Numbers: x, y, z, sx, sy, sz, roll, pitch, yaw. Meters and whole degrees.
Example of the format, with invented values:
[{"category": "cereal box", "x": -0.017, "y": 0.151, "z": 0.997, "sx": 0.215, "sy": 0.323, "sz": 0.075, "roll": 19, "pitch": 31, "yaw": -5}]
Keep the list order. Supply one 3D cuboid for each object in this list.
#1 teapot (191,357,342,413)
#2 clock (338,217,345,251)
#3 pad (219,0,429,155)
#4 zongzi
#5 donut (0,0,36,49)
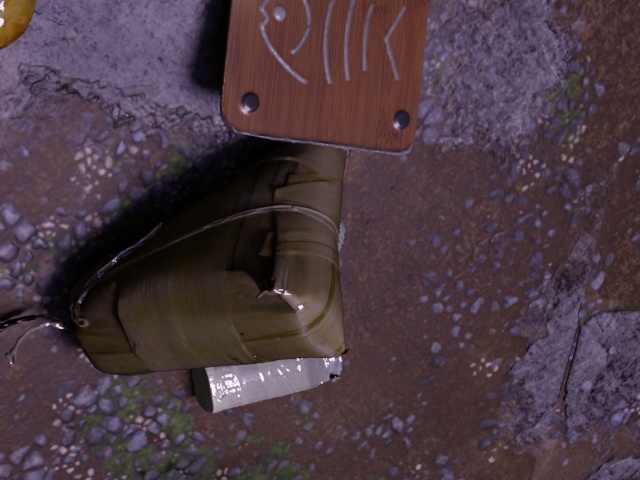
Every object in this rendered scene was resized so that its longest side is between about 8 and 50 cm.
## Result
[{"category": "teapot", "x": -0.073, "y": 0.162, "z": 1.819, "sx": 0.200, "sy": 0.077, "sz": 0.107, "roll": -11, "pitch": 98, "yaw": -24}, {"category": "clock", "x": 0.000, "y": 0.000, "z": 1.814, "sx": 0.074, "sy": 0.010, "sz": 0.083, "roll": 1, "pitch": 113, "yaw": -29}, {"category": "pad", "x": 0.012, "y": -0.259, "z": 1.639, "sx": 0.284, "sy": 0.018, "sz": 0.286, "roll": 5, "pitch": 91, "yaw": -30}, {"category": "zongzi", "x": -0.170, "y": 0.010, "z": 1.690, "sx": 0.447, "sy": 0.418, "sz": 0.181, "roll": -8, "pitch": 137, "yaw": 20}, {"category": "donut", "x": -0.439, "y": -0.258, "z": 1.381, "sx": 0.261, "sy": 0.128, "sz": 0.208, "roll": -33, "pitch": 123, "yaw": -11}]
